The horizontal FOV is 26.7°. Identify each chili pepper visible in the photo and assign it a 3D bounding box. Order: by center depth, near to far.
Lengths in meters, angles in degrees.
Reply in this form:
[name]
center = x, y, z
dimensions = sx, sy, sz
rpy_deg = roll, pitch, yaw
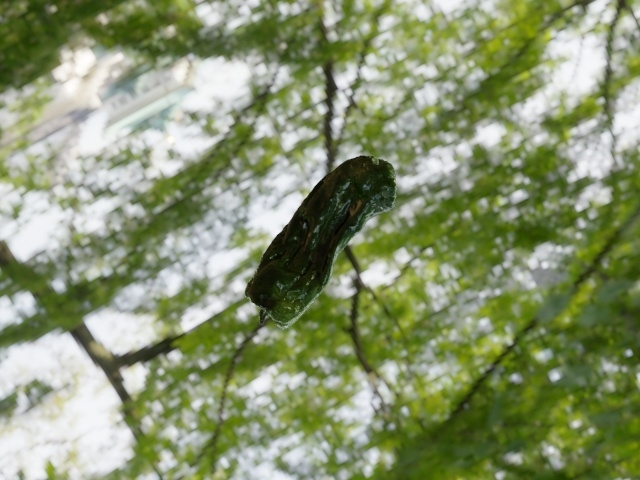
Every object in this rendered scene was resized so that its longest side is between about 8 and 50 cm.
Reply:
[chili pepper]
center = 0.000, -0.001, 0.556
dimensions = 0.091, 0.030, 0.034
rpy_deg = -50, -169, 17
